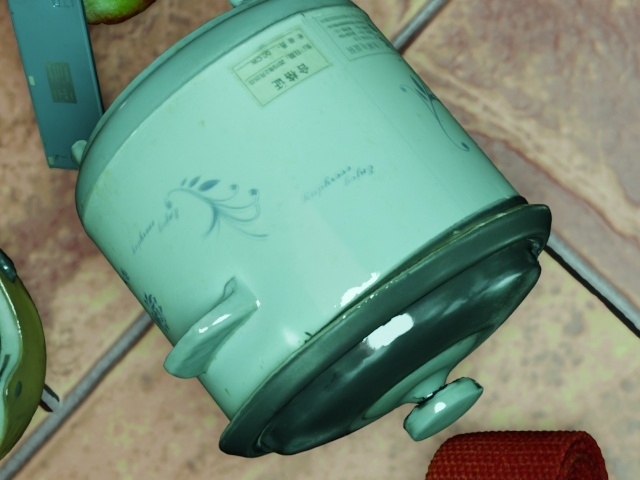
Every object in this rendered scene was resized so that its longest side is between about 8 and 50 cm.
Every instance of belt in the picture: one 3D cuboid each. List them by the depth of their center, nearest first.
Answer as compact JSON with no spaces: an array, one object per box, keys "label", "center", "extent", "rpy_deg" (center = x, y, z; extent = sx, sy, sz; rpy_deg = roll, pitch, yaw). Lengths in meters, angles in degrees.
[{"label":"belt","center":[0.122,0.228,0.887],"extent":[0.124,0.128,0.201],"rpy_deg":[-4,71,33]}]

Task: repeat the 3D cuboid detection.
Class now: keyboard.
[{"label":"keyboard","center":[-0.191,-0.120,0.973],"extent":[0.055,0.176,0.014],"rpy_deg":[2,45,5]}]

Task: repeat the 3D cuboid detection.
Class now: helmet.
[{"label":"helmet","center":[-0.295,0.083,0.990],"extent":[0.198,0.130,0.224],"rpy_deg":[-29,72,5]}]

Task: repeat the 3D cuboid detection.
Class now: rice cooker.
[{"label":"rice cooker","center":[0.000,0.000,0.872],"extent":[0.317,0.316,0.264],"rpy_deg":[49,133,10]}]

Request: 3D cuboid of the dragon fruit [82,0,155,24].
[{"label":"dragon fruit","center":[-0.183,-0.304,0.984],"extent":[0.268,0.130,0.295],"rpy_deg":[-1,87,11]}]
